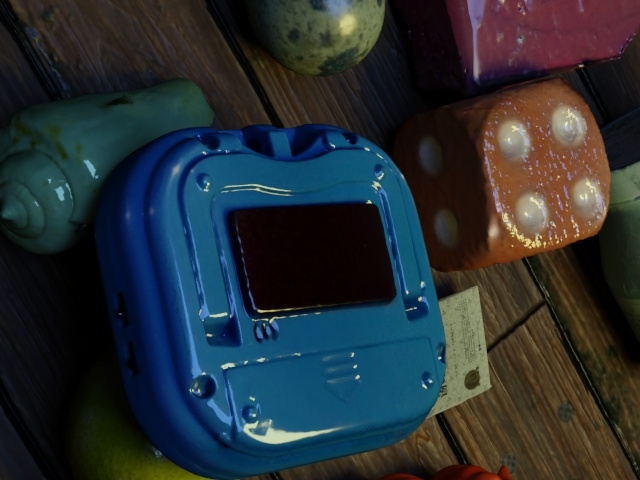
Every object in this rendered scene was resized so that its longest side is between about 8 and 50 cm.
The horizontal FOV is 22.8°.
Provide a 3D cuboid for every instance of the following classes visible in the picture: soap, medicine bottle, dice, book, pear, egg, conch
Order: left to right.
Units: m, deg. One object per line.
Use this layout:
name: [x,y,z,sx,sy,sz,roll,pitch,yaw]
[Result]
conch: [-0.192,-0.066,1.476,0.250,0.143,0.137,-12,111,-37]
pear: [-0.153,0.197,1.484,0.180,0.166,0.216,-19,127,-42]
egg: [-0.009,-0.254,1.603,0.141,0.141,0.182,-9,83,-32]
book: [0.108,0.132,1.708,0.181,0.014,0.127,-19,112,-32]
dice: [0.188,-0.071,1.691,0.174,0.175,0.179,-17,97,-31]
soap: [0.240,-0.282,1.762,0.325,0.127,0.220,-16,101,-34]
medicine bottle: [0.430,-0.007,1.806,0.245,0.245,0.290,-39,105,-28]

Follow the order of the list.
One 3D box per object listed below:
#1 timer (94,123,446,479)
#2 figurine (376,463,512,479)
timer: [-0.033,0.047,1.427,0.340,0.115,0.309,-5,78,-42]
figurine: [0.138,0.334,1.651,0.208,0.181,0.257,-33,107,12]
